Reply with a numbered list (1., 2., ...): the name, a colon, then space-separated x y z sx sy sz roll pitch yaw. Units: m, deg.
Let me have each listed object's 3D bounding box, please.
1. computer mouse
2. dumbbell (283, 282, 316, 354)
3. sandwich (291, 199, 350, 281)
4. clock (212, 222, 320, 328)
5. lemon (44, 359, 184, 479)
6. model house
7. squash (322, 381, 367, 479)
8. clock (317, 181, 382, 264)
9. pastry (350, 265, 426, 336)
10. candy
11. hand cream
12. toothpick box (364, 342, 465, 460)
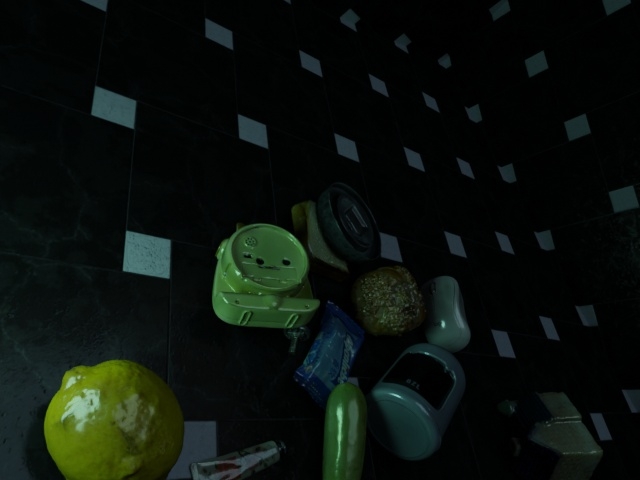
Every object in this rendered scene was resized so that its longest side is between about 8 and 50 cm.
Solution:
1. computer mouse: 0.452 0.275 1.765 0.121 0.184 0.296 18 57 -46
2. dumbbell: -0.059 0.229 1.403 0.082 0.081 0.254 34 42 -19
3. sandwich: -0.001 0.000 1.613 0.226 0.087 0.251 26 45 -43
4. clock: -0.161 0.077 1.348 0.286 0.117 0.348 7 50 -21
5. lemon: -0.391 0.357 0.904 0.288 0.233 0.233 54 40 -14
6. model house: 0.812 0.728 1.741 0.284 0.243 0.298 4 28 -11
7. squash: 0.063 0.566 1.236 0.118 0.118 0.370 20 61 -31
8. clock: 0.108 -0.060 1.671 0.312 0.061 0.312 37 37 -35
9. pastry: 0.251 0.207 1.640 0.311 0.162 0.255 -16 71 -48
10. candy: 0.036 0.341 1.416 0.187 0.077 0.331 46 43 -16
11. hand cream: -0.187 0.527 1.105 0.234 0.050 0.080 -6 69 -37
12. toothpick box: 0.306 0.478 1.452 0.263 0.263 0.355 54 40 3
